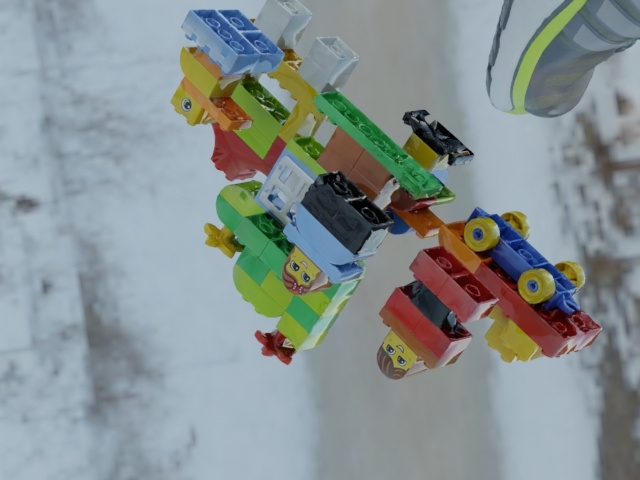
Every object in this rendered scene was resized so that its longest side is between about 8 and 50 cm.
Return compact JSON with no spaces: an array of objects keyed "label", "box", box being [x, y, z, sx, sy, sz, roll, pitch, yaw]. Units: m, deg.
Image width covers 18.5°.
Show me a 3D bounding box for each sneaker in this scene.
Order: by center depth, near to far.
[{"label":"sneaker","box":[0.156,-0.129,0.956,0.300,0.121,0.111,104,1,-74]}]

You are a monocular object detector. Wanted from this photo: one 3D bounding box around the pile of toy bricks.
[{"label":"pile of toy bricks","box":[0.000,0.000,0.804,0.212,0.105,0.118,45,30,24]}]
